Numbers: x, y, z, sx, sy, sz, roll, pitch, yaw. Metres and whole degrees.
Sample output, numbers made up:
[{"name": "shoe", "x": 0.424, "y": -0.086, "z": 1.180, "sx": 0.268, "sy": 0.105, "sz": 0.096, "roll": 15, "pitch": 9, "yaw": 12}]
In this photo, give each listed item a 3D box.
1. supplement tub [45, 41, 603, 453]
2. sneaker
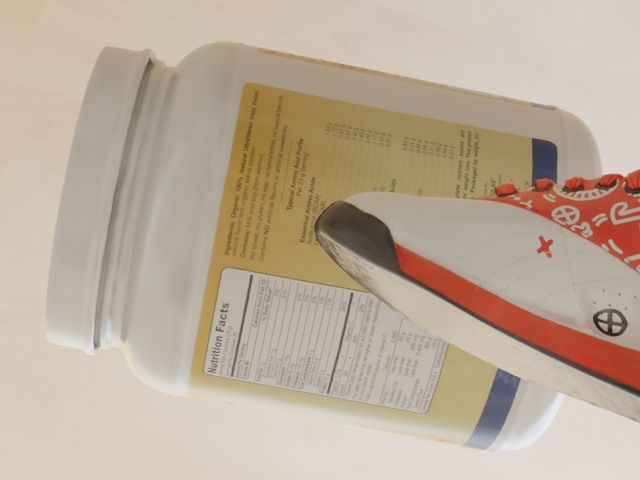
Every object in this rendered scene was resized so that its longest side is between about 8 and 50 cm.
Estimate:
[{"name": "supplement tub", "x": 0.000, "y": 0.000, "z": 0.958, "sx": 0.316, "sy": 0.228, "sz": 0.228, "roll": 11, "pitch": 121, "yaw": -3}, {"name": "sneaker", "x": 0.142, "y": -0.002, "z": 0.648, "sx": 0.145, "sy": 0.270, "sz": 0.090, "roll": -62, "pitch": 157, "yaw": -12}]
